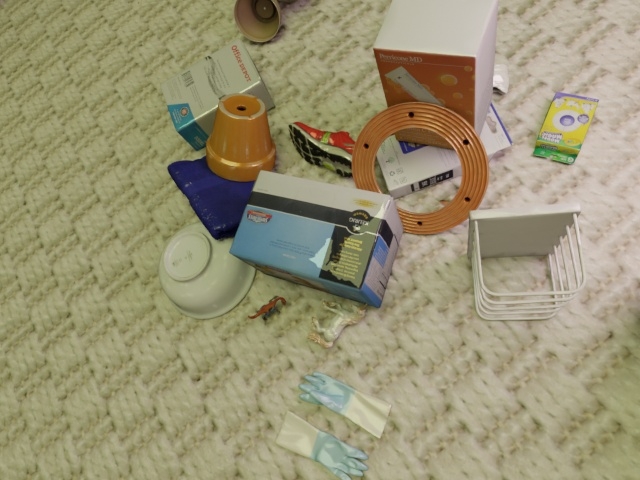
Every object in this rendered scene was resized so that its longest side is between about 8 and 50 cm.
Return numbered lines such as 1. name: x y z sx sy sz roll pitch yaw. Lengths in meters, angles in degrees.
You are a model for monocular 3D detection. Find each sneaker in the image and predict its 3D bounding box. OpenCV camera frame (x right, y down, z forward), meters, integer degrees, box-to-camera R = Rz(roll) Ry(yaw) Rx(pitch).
1. sneaker: 0.411 -0.426 1.244 0.212 0.080 0.094 -4 80 15
2. sneaker: 0.030 -0.276 1.304 0.279 0.107 0.118 32 63 22

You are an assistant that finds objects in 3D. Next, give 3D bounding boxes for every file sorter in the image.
1. file sorter: 0.416 0.058 0.937 0.192 0.278 0.173 -4 70 16

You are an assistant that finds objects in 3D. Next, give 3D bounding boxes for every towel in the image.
1. towel: -0.278 -0.139 1.305 0.227 0.076 0.308 -23 57 -27

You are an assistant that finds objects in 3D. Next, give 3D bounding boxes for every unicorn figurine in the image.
1. unicorn figurine: 0.042 0.198 1.126 0.111 0.060 0.162 32 97 25

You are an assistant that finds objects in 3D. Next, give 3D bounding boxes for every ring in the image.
1. ring: 0.236 -0.170 1.097 0.336 0.337 0.032 15 34 22

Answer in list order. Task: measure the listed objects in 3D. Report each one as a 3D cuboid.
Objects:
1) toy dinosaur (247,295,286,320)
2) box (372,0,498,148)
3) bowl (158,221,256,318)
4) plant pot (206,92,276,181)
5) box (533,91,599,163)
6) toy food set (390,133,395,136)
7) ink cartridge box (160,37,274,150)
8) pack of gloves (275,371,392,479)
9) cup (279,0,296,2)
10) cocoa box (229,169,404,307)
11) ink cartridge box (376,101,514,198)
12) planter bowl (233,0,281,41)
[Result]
1. toy dinosaur: -0.131 0.179 1.179 0.047 0.090 0.082 50 121 12
2. box: 0.276 -0.378 1.043 0.214 0.345 0.168 16 74 24
3. bowl: -0.339 0.061 1.252 0.297 0.134 0.298 -6 67 15
4. plant pot: -0.225 -0.305 1.285 0.205 0.188 0.205 6 47 -6
5. box: 0.618 -0.285 1.138 0.105 0.043 0.179 21 78 24
6. toy food set: 0.229 -0.326 1.287 0.082 0.020 0.083 -8 67 14
7. ink cartridge box: -0.334 -0.473 1.460 0.307 0.129 0.223 -28 64 5
8. pack of gloves: 0.023 0.427 1.044 0.232 0.046 0.195 17 75 23
9. cup: -0.129 -0.958 1.511 0.330 0.331 0.237 18 100 23
10. cocoa box: 0.000 0.000 1.112 0.346 0.231 0.228 14 77 22
11. ink cartridge box: 0.320 -0.243 1.203 0.332 0.065 0.166 -19 64 11
12. planter bowl: -0.203 -0.781 1.539 0.161 0.162 0.109 -1 42 17
